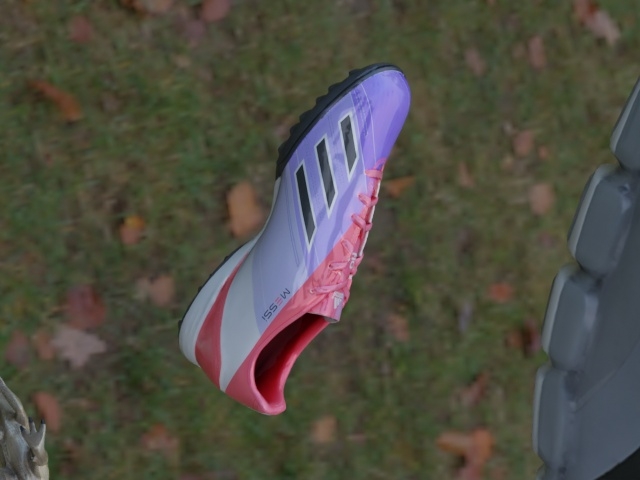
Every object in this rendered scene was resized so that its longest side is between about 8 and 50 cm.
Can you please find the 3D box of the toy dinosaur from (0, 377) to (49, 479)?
[{"bbox_3d":[-0.194,0.152,1.238,0.092,0.053,0.183,79,-10,-66],"label":"toy dinosaur"}]

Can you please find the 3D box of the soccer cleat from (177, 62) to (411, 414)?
[{"bbox_3d":[0.000,0.000,1.603,0.109,0.116,0.318,13,114,-54],"label":"soccer cleat"}]

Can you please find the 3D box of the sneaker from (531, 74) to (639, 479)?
[{"bbox_3d":[0.080,-0.010,0.264,0.132,0.086,0.228,-25,123,-85],"label":"sneaker"}]
